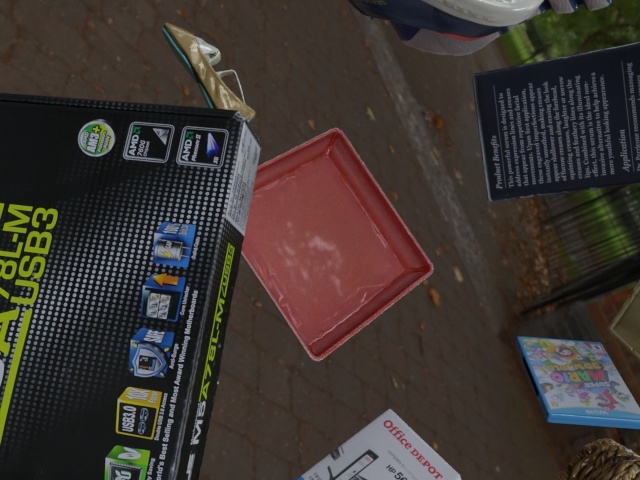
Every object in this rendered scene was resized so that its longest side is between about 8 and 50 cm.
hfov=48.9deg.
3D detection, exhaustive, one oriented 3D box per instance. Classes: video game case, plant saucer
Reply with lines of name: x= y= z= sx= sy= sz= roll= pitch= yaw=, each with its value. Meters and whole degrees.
video game case: x=0.329 y=0.178 z=0.905 sx=0.166 sy=0.119 sz=0.015 roll=-87 pitch=-178 yaw=-64
plant saucer: x=0.000 y=0.000 z=0.977 sx=0.258 sy=0.048 sz=0.259 roll=-33 pitch=88 yaw=-36

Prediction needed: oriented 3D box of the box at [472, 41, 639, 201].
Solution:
box: x=0.484 y=-0.195 z=1.170 sx=0.293 sy=0.396 sz=0.211 roll=-13 pitch=96 yaw=-66

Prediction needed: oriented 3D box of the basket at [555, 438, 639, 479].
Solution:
basket: x=0.368 y=0.427 z=0.979 sx=0.214 sy=0.299 sz=0.223 roll=29 pitch=-1 yaw=-8

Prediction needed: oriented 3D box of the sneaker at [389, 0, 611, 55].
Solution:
sneaker: x=0.216 y=-0.312 z=0.747 sx=0.127 sy=0.316 sz=0.182 roll=53 pitch=58 yaw=-30

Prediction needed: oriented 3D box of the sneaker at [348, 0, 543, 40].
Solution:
sneaker: x=0.017 y=-0.269 z=0.597 sx=0.350 sy=0.131 sz=0.148 roll=30 pitch=-4 yaw=-4

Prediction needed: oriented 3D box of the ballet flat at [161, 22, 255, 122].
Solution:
ballet flat: x=-0.185 y=-0.281 z=1.191 sx=0.232 sy=0.073 sz=0.080 roll=59 pitch=-8 yaw=10

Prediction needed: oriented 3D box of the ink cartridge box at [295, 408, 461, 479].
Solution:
ink cartridge box: x=0.066 y=0.343 z=0.927 sx=0.148 sy=0.203 sz=0.085 roll=38 pitch=-26 yaw=43

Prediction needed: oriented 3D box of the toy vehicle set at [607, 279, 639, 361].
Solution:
toy vehicle set: x=0.544 y=0.101 z=1.026 sx=0.035 sy=0.266 sz=0.166 roll=-18 pitch=51 yaw=-27

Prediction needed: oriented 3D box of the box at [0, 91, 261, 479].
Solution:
box: x=-0.135 y=0.024 z=0.342 sx=0.045 sy=0.184 sz=0.190 roll=62 pitch=37 yaw=-74
